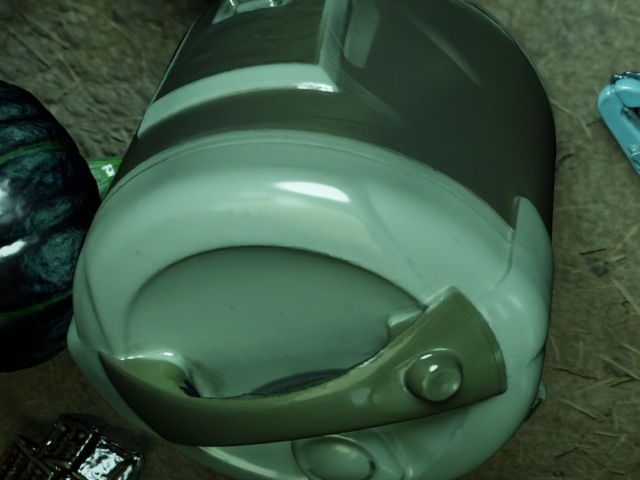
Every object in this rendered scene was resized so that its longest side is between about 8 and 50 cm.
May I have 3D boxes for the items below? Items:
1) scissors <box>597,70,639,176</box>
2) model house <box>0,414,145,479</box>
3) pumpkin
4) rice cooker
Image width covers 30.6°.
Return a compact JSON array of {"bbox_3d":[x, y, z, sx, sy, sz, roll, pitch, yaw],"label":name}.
[{"bbox_3d":[0.341,0.008,0.947,0.180,0.032,0.393,-25,122,33],"label":"scissors"},{"bbox_3d":[-0.295,0.270,1.350,0.152,0.106,0.165,32,99,0],"label":"model house"},{"bbox_3d":[-0.251,-0.021,0.979,0.248,0.248,0.248,8,135,8],"label":"pumpkin"},{"bbox_3d":[0.000,0.000,0.825,0.335,0.325,0.335,8,135,8],"label":"rice cooker"}]
